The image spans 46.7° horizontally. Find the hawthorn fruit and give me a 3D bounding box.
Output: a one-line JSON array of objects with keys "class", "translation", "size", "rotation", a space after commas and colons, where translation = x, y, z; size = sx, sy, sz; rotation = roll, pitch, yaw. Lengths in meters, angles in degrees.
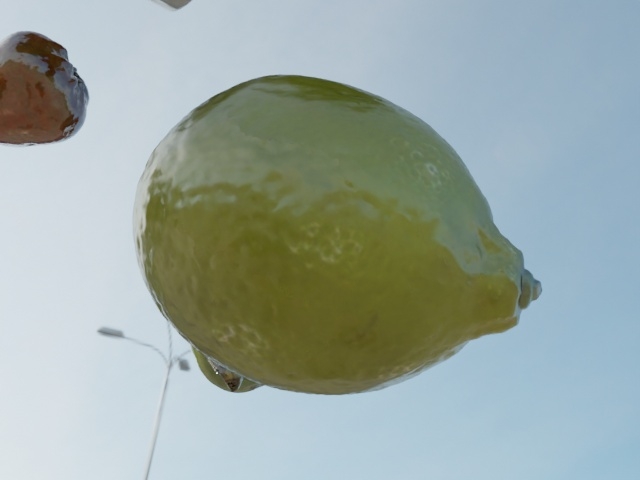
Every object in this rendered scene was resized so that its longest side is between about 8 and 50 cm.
[{"class": "hawthorn fruit", "translation": [-0.378, -0.172, 0.948], "size": [0.149, 0.149, 0.189], "rotation": [34, -72, -33]}]

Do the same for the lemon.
[{"class": "lemon", "translation": [0.000, 0.000, 0.431], "size": [0.248, 0.184, 0.184], "rotation": [25, -29, 25]}]

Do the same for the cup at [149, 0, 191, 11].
[{"class": "cup", "translation": [-0.284, -0.469, 0.899], "size": [0.371, 0.253, 0.253], "rotation": [30, -42, -33]}]

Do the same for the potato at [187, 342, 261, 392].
[{"class": "potato", "translation": [-0.116, 0.064, 1.087], "size": [0.215, 0.305, 0.216], "rotation": [-19, -2, -1]}]

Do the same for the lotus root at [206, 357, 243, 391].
[{"class": "lotus root", "translation": [-0.114, 0.137, 0.862], "size": [0.030, 0.083, 0.037], "rotation": [-35, -50, -15]}]
